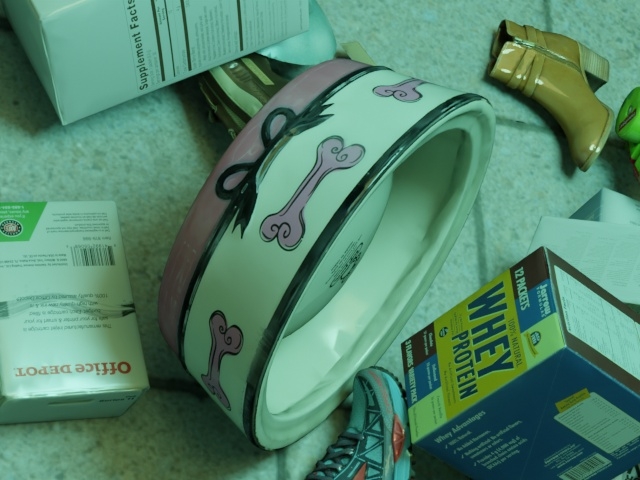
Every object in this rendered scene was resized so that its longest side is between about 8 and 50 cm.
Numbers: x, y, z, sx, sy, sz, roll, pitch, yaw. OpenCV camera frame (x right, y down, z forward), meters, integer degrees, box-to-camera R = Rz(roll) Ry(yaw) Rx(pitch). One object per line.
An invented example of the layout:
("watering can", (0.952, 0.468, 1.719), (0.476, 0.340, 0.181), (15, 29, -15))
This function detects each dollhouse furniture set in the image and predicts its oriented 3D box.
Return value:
("dollhouse furniture set", (0.046, -0.167, 1.996), (0.081, 0.091, 0.114), (-37, 54, 5))

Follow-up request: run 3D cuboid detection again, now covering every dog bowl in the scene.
("dog bowl", (0.000, 0.000, 1.671), (0.150, 0.408, 0.408), (33, 53, 17))

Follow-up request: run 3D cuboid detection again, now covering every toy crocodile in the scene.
("toy crocodile", (0.415, -0.086, 1.984), (0.115, 0.105, 0.340), (21, 26, -14))

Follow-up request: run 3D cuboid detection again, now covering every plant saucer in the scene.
("plant saucer", (-0.062, -0.272, 1.931), (0.195, 0.037, 0.195), (21, 32, -14))

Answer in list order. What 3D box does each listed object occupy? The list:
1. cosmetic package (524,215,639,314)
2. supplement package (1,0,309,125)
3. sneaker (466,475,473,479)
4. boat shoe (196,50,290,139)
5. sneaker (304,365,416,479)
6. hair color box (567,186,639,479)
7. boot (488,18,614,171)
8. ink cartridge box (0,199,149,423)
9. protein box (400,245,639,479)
("cosmetic package", (0.335, 0.039, 1.822), (0.060, 0.239, 0.099), (50, 58, -44))
("supplement package", (-0.180, -0.282, 1.778), (0.293, 0.175, 0.177), (-22, 58, -14))
("sneaker", (0.177, 0.210, 1.842), (0.075, 0.057, 0.161), (-22, 74, -50))
("boat shoe", (-0.103, -0.170, 1.876), (0.095, 0.095, 0.257), (2, 40, -39))
("sneaker", (0.029, 0.249, 1.708), (0.125, 0.104, 0.262), (6, 68, -10))
("hair color box", (0.359, 0.146, 1.919), (0.185, 0.113, 0.374), (20, 57, -15))
("boot", (0.278, -0.179, 2.077), (0.152, 0.073, 0.197), (21, 46, -16))
("ink cartridge box", (-0.267, 0.071, 1.675), (0.153, 0.087, 0.208), (-1, 64, -26))
("protein box", (0.224, 0.148, 1.708), (0.201, 0.200, 0.136), (34, 34, -31))
